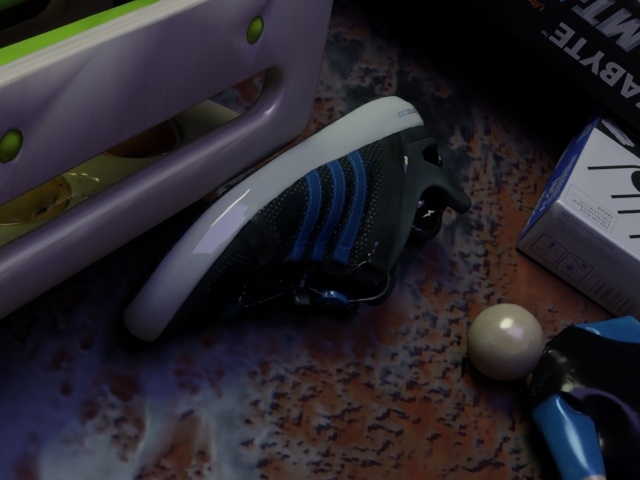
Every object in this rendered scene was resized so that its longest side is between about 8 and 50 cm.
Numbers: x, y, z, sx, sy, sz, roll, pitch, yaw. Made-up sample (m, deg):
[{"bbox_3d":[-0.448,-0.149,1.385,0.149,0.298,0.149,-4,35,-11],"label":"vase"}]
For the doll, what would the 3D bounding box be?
[{"bbox_3d":[0.151,0.092,0.699,0.189,0.046,0.129,37,45,0],"label":"doll"}]

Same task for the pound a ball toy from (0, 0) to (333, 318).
[{"bbox_3d":[-0.143,-0.070,0.600,0.208,0.136,0.319,25,33,20],"label":"pound a ball toy"}]

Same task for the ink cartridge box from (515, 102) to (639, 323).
[{"bbox_3d":[0.213,0.021,0.791,0.207,0.046,0.097,35,47,-1],"label":"ink cartridge box"}]

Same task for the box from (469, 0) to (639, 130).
[{"bbox_3d":[0.142,-0.223,0.874,0.293,0.073,0.295,36,39,-3],"label":"box"}]

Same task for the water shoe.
[{"bbox_3d":[0.000,0.000,0.667,0.080,0.073,0.203,50,49,3],"label":"water shoe"}]
